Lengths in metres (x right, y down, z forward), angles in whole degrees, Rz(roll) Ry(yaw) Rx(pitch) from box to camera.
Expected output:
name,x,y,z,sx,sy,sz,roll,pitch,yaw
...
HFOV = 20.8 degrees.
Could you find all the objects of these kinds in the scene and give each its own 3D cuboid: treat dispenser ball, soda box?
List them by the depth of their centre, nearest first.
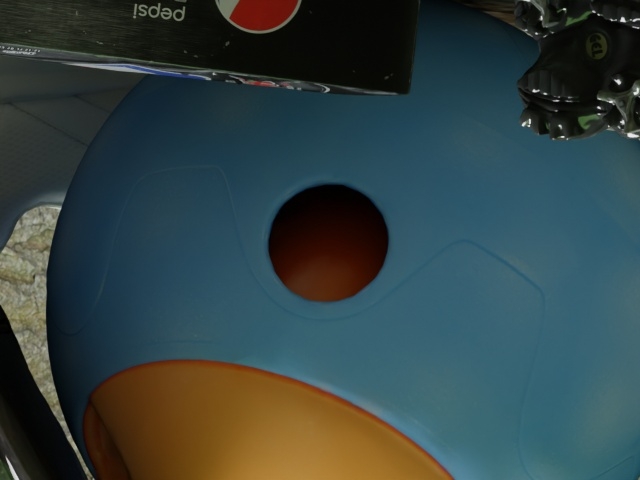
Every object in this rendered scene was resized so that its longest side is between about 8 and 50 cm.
name,x,y,z,sx,sy,sz,roll,pitch,yaw
soda box,-0.055,-0.082,0.543,0.169,0.060,0.053,6,-177,-16
treat dispenser ball,0.020,0.031,0.792,0.288,0.288,0.288,7,-178,0

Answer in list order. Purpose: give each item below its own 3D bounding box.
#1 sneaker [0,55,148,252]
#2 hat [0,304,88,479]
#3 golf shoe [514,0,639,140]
name,x,y,z,sx,sy,sz,roll,pitch,yaw
sneaker,-0.072,-0.056,0.947,0.297,0.129,0.111,-6,180,-16
hat,-0.193,0.062,0.744,0.134,0.331,0.331,-26,-170,-11
golf shoe,0.153,-0.057,0.505,0.094,0.077,0.198,-10,-160,-43
